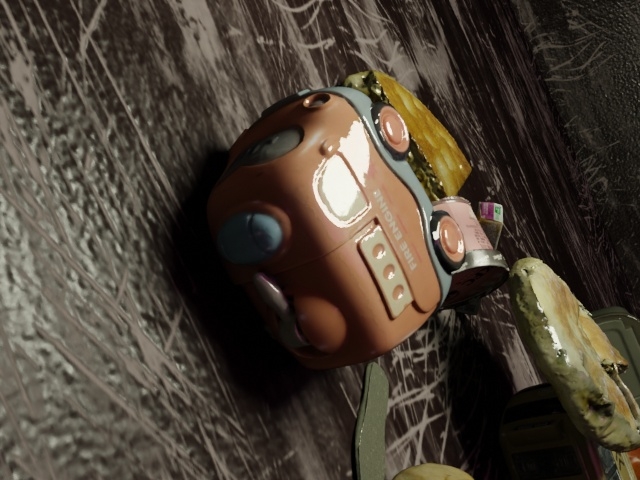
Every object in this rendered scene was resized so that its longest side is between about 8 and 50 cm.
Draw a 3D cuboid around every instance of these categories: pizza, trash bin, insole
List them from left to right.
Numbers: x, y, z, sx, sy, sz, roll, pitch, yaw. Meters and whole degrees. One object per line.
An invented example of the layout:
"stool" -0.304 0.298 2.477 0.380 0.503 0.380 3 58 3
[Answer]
"insole" 0.061 0.228 0.866 0.063 0.010 0.192 50 32 -31
"pizza" 0.156 -0.185 1.255 0.257 0.087 0.268 60 28 -5
"trash bin" 0.641 0.258 1.644 0.250 0.219 0.219 -16 86 -68

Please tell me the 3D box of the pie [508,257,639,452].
"pie" 0.381 0.157 1.109 0.337 0.075 0.337 40 27 -25

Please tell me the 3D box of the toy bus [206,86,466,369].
"toy bus" 0.000 0.000 0.762 0.232 0.194 0.287 -45 111 -47

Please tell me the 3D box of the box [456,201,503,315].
"box" 0.261 0.033 1.203 0.050 0.041 0.207 -71 169 -51

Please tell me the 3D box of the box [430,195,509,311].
"box" 0.190 0.017 1.105 0.151 0.151 0.135 21 44 -54

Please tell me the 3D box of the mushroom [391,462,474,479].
"mushroom" 0.151 0.407 0.778 0.159 0.122 0.328 23 49 -64

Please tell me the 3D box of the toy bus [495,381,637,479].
"toy bus" 0.425 0.420 1.186 0.202 0.177 0.365 -15 84 -56

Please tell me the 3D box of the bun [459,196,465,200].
"bun" 0.224 -0.019 1.261 0.115 0.069 0.115 -8 90 -70

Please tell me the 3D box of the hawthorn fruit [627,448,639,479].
"hawthorn fruit" 0.699 0.483 1.587 0.179 0.200 0.179 30 51 -45
